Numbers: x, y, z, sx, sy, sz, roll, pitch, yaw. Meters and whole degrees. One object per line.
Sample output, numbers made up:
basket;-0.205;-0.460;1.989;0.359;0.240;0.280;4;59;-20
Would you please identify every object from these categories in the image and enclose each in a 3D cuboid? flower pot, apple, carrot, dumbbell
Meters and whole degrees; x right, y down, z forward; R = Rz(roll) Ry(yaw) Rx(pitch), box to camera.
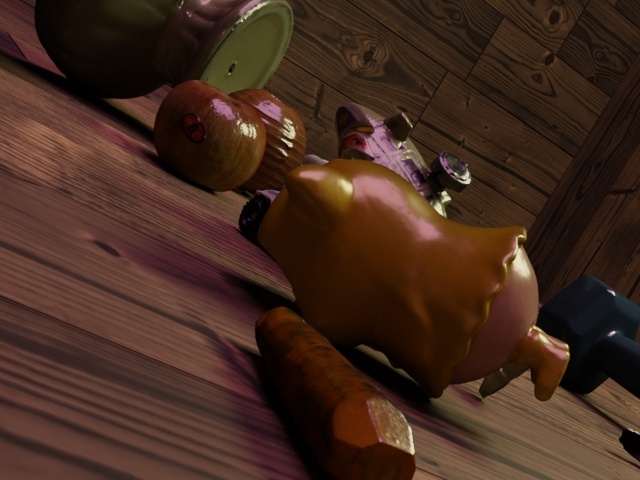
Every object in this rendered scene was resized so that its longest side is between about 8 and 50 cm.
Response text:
flower pot;-0.190;-0.288;1.313;0.244;0.307;0.307;40;7;13
apple;-0.123;-0.114;1.098;0.126;0.102;0.126;29;11;-6
carrot;0.000;0.068;0.465;0.042;0.042;0.170;29;4;-20
dumbbell;0.405;0.170;1.200;0.316;0.156;0.144;37;-22;49

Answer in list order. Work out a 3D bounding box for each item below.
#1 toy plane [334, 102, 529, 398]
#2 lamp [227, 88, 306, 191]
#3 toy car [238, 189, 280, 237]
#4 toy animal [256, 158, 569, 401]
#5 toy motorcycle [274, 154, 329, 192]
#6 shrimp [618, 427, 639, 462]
toy plane;0.091;-0.006;0.854;0.108;0.092;0.286;-15;66;-51
lamp;-0.084;-0.126;1.271;0.136;0.136;0.136;31;5;-3
toy car;0.000;0.000;0.899;0.080;0.070;0.170;27;6;-39
toy animal;0.068;0.026;0.689;0.229;0.156;0.156;35;6;7
toy motorcycle;0.064;-0.041;1.423;0.340;0.108;0.223;24;11;5
shrimp;0.336;0.219;0.903;0.217;0.051;0.150;37;-1;-32
